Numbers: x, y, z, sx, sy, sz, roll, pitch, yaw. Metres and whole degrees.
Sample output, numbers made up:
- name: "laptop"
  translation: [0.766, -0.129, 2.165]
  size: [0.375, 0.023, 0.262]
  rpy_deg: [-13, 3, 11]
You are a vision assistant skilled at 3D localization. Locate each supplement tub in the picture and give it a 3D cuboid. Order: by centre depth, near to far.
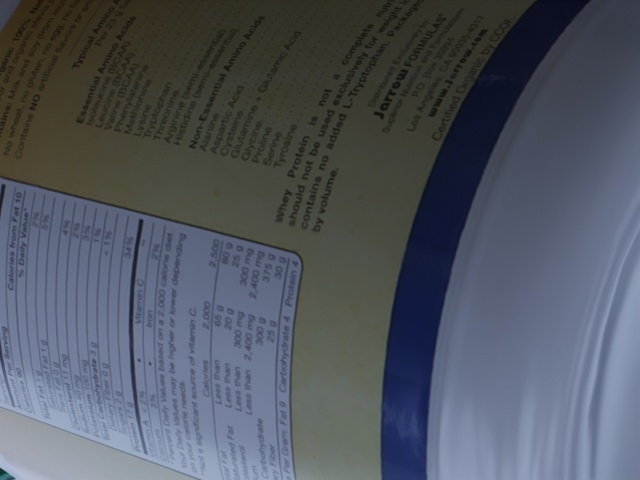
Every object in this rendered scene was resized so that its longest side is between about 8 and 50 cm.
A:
- name: "supplement tub"
  translation: [0.000, 0.000, 0.647]
  size: [0.316, 0.228, 0.228]
  rpy_deg: [15, -167, 36]

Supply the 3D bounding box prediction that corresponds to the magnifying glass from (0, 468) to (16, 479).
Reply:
- name: "magnifying glass"
  translation: [-0.158, 0.216, 1.301]
  size: [0.231, 0.092, 0.026]
  rpy_deg: [21, 151, 24]
